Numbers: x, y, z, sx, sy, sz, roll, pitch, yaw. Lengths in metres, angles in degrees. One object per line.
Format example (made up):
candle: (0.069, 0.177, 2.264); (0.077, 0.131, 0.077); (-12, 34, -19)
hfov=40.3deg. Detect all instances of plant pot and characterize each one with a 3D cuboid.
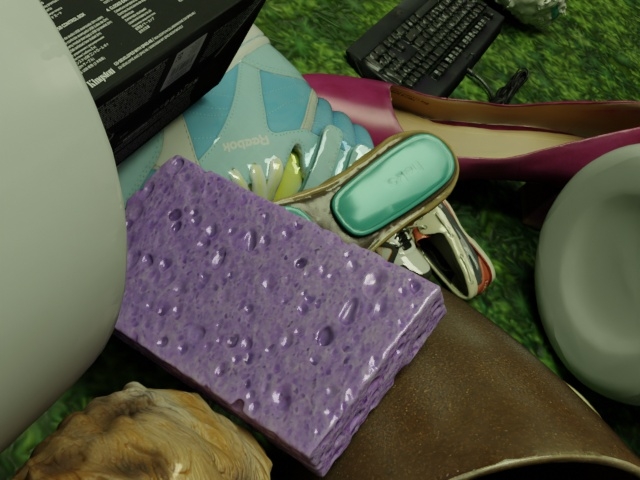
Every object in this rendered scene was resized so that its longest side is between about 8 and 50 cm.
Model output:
plant pot: (0.067, 0.126, 0.560); (0.216, 0.215, 0.230); (13, 30, -24)

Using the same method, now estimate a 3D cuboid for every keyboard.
keyboard: (0.169, -0.226, 1.068); (0.202, 0.033, 0.317); (37, 42, 2)

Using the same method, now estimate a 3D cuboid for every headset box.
headset box: (-0.204, -0.176, 0.513); (0.293, 0.110, 0.218); (38, 42, -1)

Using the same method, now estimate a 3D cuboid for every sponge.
sponge: (-0.047, 0.032, 0.506); (0.210, 0.031, 0.117); (27, 67, 31)

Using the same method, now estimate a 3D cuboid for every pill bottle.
pill bottle: (0.427, 0.040, 0.840); (0.408, 0.229, 0.229); (5, 50, -31)

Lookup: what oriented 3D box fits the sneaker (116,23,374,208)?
sneaker: (-0.060, -0.037, 0.668); (0.208, 0.127, 0.319); (37, 46, -3)

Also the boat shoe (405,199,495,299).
boat shoe: (0.104, -0.004, 0.805); (0.043, 0.049, 0.137); (-29, 76, -44)

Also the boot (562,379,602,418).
boot: (0.164, 0.196, 0.630); (0.213, 0.077, 0.165); (44, 41, -1)

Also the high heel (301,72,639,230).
high heel: (0.160, -0.127, 0.852); (0.377, 0.181, 0.127); (15, 45, -22)

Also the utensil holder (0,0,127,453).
utensil holder: (-0.298, 0.041, 0.285); (0.328, 0.327, 0.385); (40, 40, 5)

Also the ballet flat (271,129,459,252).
ballet flat: (0.000, 0.000, 0.619); (0.232, 0.073, 0.080); (-29, 84, -20)

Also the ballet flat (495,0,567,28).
ballet flat: (0.248, -0.464, 1.295); (0.147, 0.147, 0.408); (2, 54, -33)

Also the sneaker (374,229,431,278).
sneaker: (0.059, -0.006, 0.778); (0.109, 0.043, 0.040); (45, 40, 8)

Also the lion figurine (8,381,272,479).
lion figurine: (-0.138, 0.217, 0.337); (0.240, 0.142, 0.392); (13, 43, 45)
